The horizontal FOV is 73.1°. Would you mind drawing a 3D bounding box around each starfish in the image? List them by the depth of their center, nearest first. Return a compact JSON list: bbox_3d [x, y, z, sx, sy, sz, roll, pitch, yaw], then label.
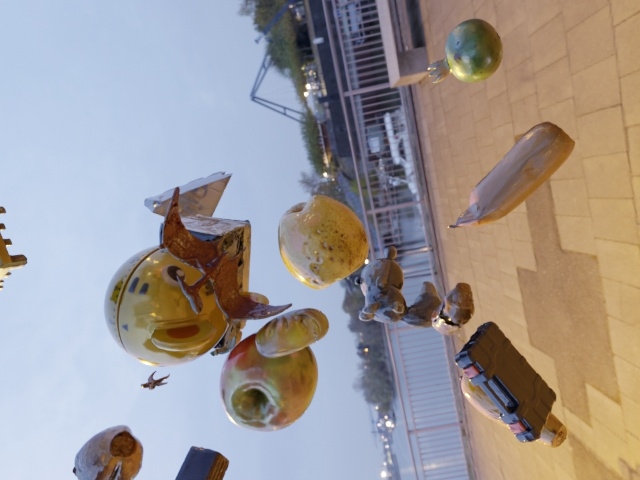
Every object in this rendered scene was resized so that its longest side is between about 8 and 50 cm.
[{"bbox_3d":[-0.488,0.415,1.275,0.091,0.078,0.028,-11,-71,-51],"label":"starfish"}]

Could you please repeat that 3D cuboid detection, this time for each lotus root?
[{"bbox_3d":[-0.670,0.709,1.412,0.199,0.180,0.188,52,-146,6],"label":"lotus root"}]

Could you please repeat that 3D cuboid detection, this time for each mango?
[{"bbox_3d":[0.639,0.561,1.452,0.143,0.360,0.187,-58,-16,-4],"label":"mango"}]

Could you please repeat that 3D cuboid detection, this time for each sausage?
[{"bbox_3d":[0.440,-0.131,1.021,0.112,0.328,0.112,35,-158,-16],"label":"sausage"}]

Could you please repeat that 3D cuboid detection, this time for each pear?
[{"bbox_3d":[0.000,0.000,0.813,0.178,0.178,0.177,-11,-90,-87],"label":"pear"}]

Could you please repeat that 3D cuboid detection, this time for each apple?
[{"bbox_3d":[-0.163,0.441,1.409,0.277,0.320,0.318,-56,-44,-71],"label":"apple"}]

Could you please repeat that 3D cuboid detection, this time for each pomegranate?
[{"bbox_3d":[0.448,-0.572,1.347,0.187,0.225,0.186,34,-134,-45],"label":"pomegranate"}]

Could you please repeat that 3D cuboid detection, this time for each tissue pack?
[{"bbox_3d":[-0.399,0.128,1.513,0.253,0.265,0.415,-31,-50,-69],"label":"tissue pack"}]

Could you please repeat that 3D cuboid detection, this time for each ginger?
[{"bbox_3d":[0.422,0.238,1.388,0.132,0.107,0.309,-57,-17,-20],"label":"ginger"}]

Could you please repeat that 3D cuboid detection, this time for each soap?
[{"bbox_3d":[-0.562,-0.211,1.831,0.301,0.258,0.159,-63,32,4],"label":"soap"}]

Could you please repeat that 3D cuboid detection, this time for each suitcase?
[{"bbox_3d":[0.520,0.385,1.207,0.285,0.206,0.066,52,136,10],"label":"suitcase"}]

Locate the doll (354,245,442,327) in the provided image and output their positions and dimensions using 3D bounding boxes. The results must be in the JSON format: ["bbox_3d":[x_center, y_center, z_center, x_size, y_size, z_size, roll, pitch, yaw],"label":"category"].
[{"bbox_3d":[0.342,0.235,1.928,0.252,0.379,0.382,-58,12,41],"label":"doll"}]

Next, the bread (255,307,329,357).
[{"bbox_3d":[-0.082,0.253,1.214,0.213,0.214,0.104,35,-149,-85],"label":"bread"}]

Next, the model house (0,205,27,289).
[{"bbox_3d":[-0.917,0.030,1.084,0.215,0.199,0.224,-10,-110,-62],"label":"model house"}]

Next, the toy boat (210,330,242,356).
[{"bbox_3d":[-0.460,0.503,2.133,0.088,0.229,0.088,15,-146,-38],"label":"toy boat"}]

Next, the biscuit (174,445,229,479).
[{"bbox_3d":[-0.363,0.731,1.094,0.073,0.108,0.388,64,-145,-39],"label":"biscuit"}]

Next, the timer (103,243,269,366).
[{"bbox_3d":[-0.375,0.177,1.180,0.376,0.388,0.375,-22,-65,-59],"label":"timer"}]

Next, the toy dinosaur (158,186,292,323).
[{"bbox_3d":[-0.223,0.041,0.947,0.207,0.113,0.326,-18,-96,-51],"label":"toy dinosaur"}]
